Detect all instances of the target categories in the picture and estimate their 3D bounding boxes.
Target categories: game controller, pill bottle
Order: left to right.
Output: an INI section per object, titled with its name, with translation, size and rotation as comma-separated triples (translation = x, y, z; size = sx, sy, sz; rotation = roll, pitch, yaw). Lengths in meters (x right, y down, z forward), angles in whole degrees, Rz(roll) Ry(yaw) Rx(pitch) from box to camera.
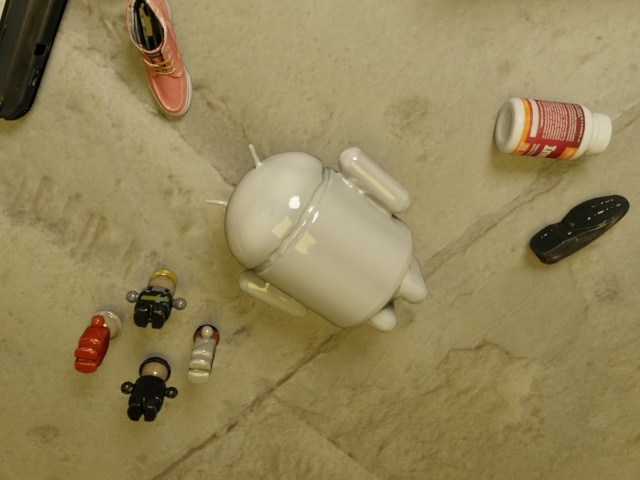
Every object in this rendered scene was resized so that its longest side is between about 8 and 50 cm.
[game controller]
translation = -0.449, -0.332, 0.761
size = 0.166, 0.067, 0.319
rotation = 32, 112, 0
[pill bottle]
translation = 0.355, -0.169, 0.838
size = 0.152, 0.086, 0.086
rotation = 5, 116, -3

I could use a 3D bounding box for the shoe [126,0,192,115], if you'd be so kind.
[shoe]
translation = -0.231, -0.260, 0.780
size = 0.063, 0.081, 0.178
rotation = -6, 116, 2

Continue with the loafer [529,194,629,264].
[loafer]
translation = 0.445, -0.018, 0.938
size = 0.170, 0.062, 0.061
rotation = -30, 135, 16

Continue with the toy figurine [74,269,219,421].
[toy figurine]
translation = -0.297, 0.183, 0.971
size = 0.209, 0.148, 0.213
rotation = -36, 110, 9

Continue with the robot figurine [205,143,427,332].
[robot figurine]
translation = 0.000, 0.000, 0.849
size = 0.353, 0.200, 0.300
rotation = 35, 109, -17
